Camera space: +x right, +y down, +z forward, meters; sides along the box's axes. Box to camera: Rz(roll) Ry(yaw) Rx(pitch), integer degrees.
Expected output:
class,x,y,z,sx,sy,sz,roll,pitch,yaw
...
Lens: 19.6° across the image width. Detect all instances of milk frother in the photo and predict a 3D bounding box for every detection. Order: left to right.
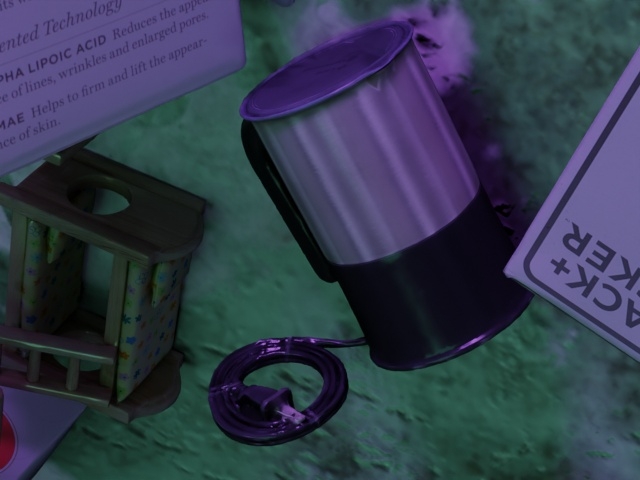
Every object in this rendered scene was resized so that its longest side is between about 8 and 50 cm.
class,x,y,z,sx,sy,sz,roll,pitch,yaw
milk frother,0.000,0.000,0.813,0.129,0.143,0.134,-11,115,42

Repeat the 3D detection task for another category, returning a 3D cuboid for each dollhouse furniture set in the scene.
class,x,y,z,sx,sy,sz,roll,pitch,yaw
dollhouse furniture set,-0.129,0.020,0.886,0.101,0.161,0.182,23,128,16

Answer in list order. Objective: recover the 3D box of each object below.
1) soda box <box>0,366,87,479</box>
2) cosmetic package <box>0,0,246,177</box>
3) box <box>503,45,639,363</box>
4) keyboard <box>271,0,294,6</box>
class,x,y,z,sx,sy,sz,roll,pitch,yaw
soda box,-0.217,0.139,0.975,0.074,0.216,0.069,40,129,1
cosmetic package,-0.140,-0.148,0.768,0.151,0.151,0.183,25,132,42
box,0.184,-0.100,0.631,0.087,0.169,0.290,33,130,8
keyboard,-0.024,-0.200,0.752,0.072,0.014,0.256,24,142,8
